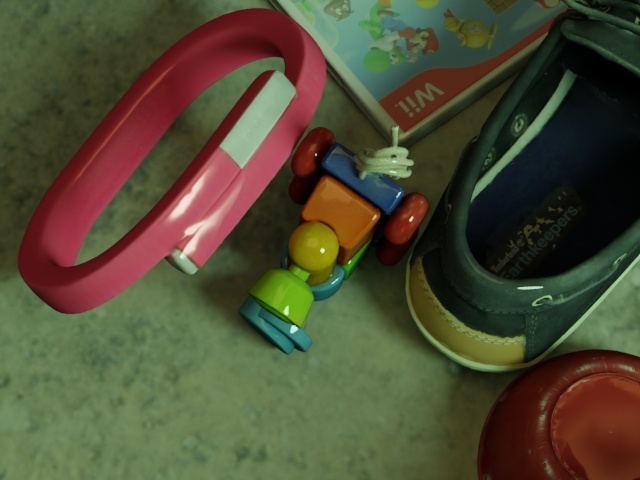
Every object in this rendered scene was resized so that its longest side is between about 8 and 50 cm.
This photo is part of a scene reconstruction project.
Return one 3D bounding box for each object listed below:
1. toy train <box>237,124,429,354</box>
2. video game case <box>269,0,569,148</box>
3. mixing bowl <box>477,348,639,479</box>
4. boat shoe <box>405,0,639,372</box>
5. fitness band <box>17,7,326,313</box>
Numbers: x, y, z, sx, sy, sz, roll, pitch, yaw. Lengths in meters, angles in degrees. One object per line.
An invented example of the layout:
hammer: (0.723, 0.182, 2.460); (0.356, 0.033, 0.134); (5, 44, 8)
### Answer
toy train: (0.000, 0.000, 1.294); (0.105, 0.248, 0.143); (35, 80, 5)
video game case: (0.059, -0.235, 1.502); (0.204, 0.025, 0.285); (-35, 71, -11)
mixing bowl: (0.205, 0.152, 1.303); (0.181, 0.098, 0.181); (-1, 68, 3)
boat shoe: (0.248, -0.114, 1.371); (0.187, 0.156, 0.500); (37, 74, 12)
fitness band: (-0.112, -0.061, 1.363); (0.054, 0.209, 0.291); (47, 72, -28)
